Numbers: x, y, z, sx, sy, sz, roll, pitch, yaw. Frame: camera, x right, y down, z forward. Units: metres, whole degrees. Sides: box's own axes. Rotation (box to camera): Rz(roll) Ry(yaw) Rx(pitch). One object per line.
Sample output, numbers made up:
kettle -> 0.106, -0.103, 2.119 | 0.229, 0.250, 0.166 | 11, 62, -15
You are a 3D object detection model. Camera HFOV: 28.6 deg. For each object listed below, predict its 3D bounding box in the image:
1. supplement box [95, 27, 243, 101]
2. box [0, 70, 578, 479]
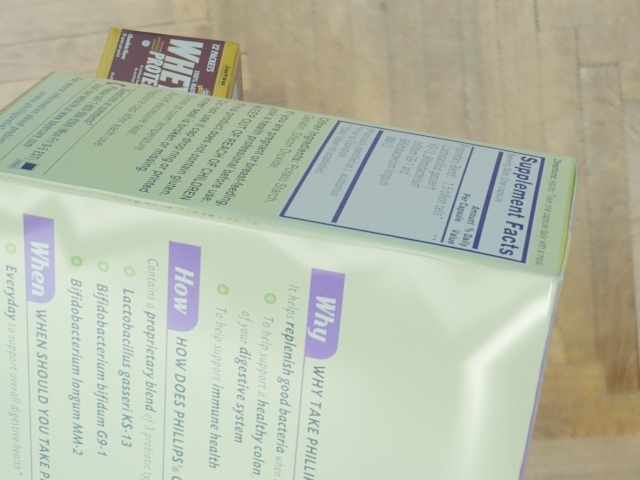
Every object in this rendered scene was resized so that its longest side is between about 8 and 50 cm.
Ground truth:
supplement box -> -0.216, -0.189, 1.826 | 0.191, 0.194, 0.129 | 7, 58, 3
box -> -0.028, 0.059, 0.550 | 0.243, 0.117, 0.214 | 10, 118, 10
